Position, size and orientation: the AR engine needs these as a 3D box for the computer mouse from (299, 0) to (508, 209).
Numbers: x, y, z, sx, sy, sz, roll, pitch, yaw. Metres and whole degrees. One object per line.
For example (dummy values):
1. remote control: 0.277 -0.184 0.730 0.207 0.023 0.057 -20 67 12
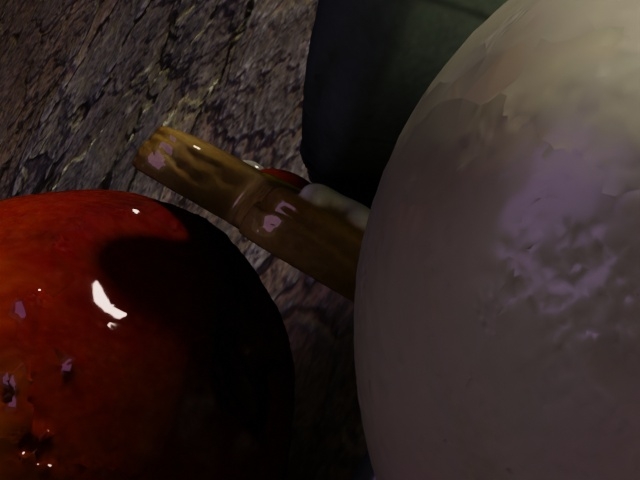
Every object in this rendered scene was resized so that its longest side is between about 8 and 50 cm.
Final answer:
1. computer mouse: 0.061 -0.100 0.701 0.371 0.122 0.188 131 156 -87

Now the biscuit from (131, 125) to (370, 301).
1. biscuit: 0.001 -0.001 0.691 0.035 0.158 0.240 -57 27 -1

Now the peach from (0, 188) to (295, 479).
1. peach: -0.137 0.102 0.754 0.281 0.238 0.281 -30 -10 -6

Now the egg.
1. egg: 0.100 -0.007 0.443 0.264 0.174 0.286 -46 18 22

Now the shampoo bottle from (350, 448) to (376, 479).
1. shampoo bottle: -0.017 0.178 0.576 0.284 0.101 0.101 -61 21 -4
